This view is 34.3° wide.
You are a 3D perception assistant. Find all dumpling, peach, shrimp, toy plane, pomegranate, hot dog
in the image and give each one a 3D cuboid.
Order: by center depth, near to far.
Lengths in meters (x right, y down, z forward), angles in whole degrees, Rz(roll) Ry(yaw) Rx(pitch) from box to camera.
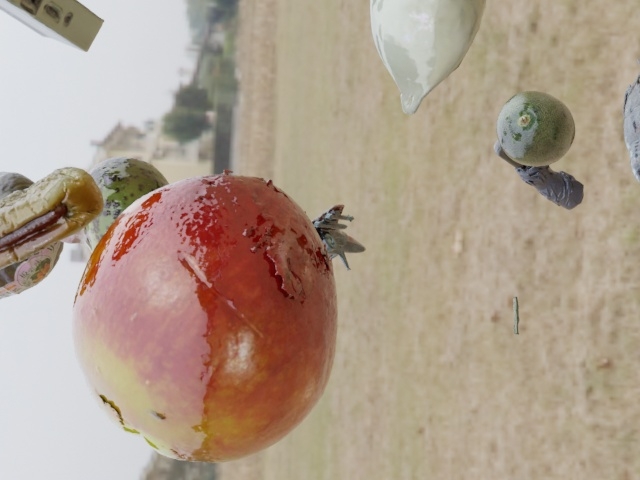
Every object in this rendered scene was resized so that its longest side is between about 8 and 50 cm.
[{"bbox_3d":[0.131,-0.277,1.220,0.179,0.131,0.252,-70,-18,-50],"label":"dumpling"},{"bbox_3d":[-0.133,0.095,1.326,0.370,0.369,0.370,-177,90,-84],"label":"peach"},{"bbox_3d":[-0.408,-0.017,1.402,0.073,0.242,0.084,-100,-16,-54],"label":"hot dog"},{"bbox_3d":[-0.375,-0.038,1.828,0.214,0.247,0.214,168,90,-82],"label":"pomegranate"},{"bbox_3d":[0.002,0.006,1.989,0.223,0.326,0.104,-32,59,27],"label":"toy plane"},{"bbox_3d":[0.697,-0.239,2.185,0.172,0.137,0.372,108,179,-54],"label":"shrimp"}]

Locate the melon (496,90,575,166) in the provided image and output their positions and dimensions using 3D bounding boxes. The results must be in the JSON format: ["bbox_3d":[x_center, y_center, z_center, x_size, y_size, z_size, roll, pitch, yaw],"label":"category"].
[{"bbox_3d":[0.325,-0.168,1.573,0.167,0.114,0.114,7,-94,-65],"label":"melon"}]

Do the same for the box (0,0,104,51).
[{"bbox_3d":[-0.564,-0.452,1.658,0.090,0.373,0.367,-57,-17,3],"label":"box"}]

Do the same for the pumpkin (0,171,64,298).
[{"bbox_3d":[-0.626,-0.014,1.983,0.189,0.260,0.260,48,-142,-60],"label":"pumpkin"}]

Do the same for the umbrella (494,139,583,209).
[{"bbox_3d":[0.414,-0.134,1.993,0.071,0.248,0.071,-38,38,36],"label":"umbrella"}]

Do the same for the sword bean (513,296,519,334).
[{"bbox_3d":[0.363,0.138,1.925,0.012,0.012,0.083,102,175,-55],"label":"sword bean"}]
